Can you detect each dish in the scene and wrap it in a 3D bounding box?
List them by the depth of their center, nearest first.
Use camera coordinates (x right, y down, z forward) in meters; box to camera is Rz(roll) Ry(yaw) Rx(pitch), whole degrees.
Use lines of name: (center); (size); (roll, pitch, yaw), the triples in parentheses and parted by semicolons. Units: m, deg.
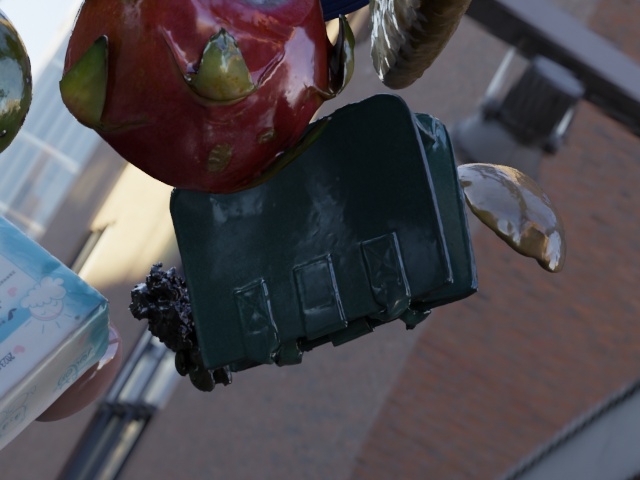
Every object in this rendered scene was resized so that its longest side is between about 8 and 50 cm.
dish: (-0.388, 0.149, 2.155); (0.213, 0.213, 0.090); (28, 5, 5)

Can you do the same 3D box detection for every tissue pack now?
tissue pack: (-0.372, 0.119, 1.613); (0.201, 0.271, 0.124); (33, -32, 22)

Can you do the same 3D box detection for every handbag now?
handbag: (0.000, -0.001, 1.688); (0.326, 0.239, 0.089); (-20, -19, 27)

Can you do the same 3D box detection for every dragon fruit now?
dragon fruit: (-0.101, -0.207, 1.537); (0.290, 0.291, 0.189); (33, -42, -13)

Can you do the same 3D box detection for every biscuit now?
biscuit: (0.122, -0.421, 1.580); (0.104, 0.430, 0.446); (3, -13, -7)

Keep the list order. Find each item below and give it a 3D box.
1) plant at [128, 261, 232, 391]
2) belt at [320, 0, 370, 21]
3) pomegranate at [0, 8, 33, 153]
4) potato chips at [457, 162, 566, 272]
plant: (-0.161, 0.108, 1.847); (0.087, 0.085, 0.174); (-15, -69, 57)
belt: (0.026, -0.440, 2.192); (0.212, 0.346, 0.117); (58, 10, -24)
pomegranate: (-0.505, -0.161, 1.956); (0.290, 0.324, 0.291); (-3, -2, 0)
potato chips: (0.265, -0.047, 2.067); (0.195, 0.062, 0.208); (41, 23, 8)
